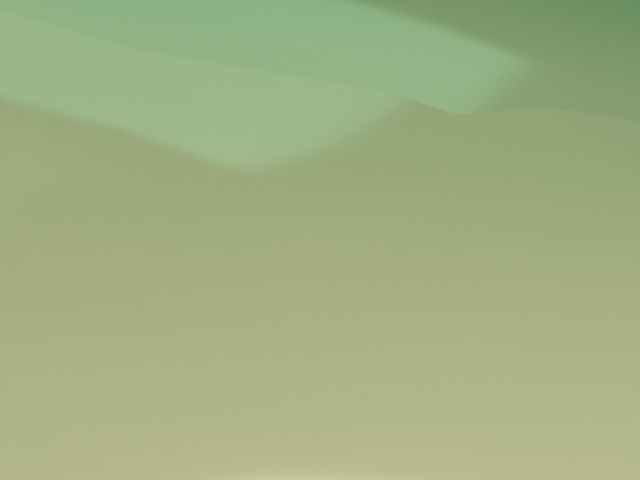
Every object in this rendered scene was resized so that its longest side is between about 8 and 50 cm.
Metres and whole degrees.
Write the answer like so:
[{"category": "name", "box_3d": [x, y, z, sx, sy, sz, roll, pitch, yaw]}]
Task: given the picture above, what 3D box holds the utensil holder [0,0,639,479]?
[{"category": "utensil holder", "box_3d": [0.000, 0.000, 0.502, 0.385, 0.327, 0.327, 10, 59, -25]}]
